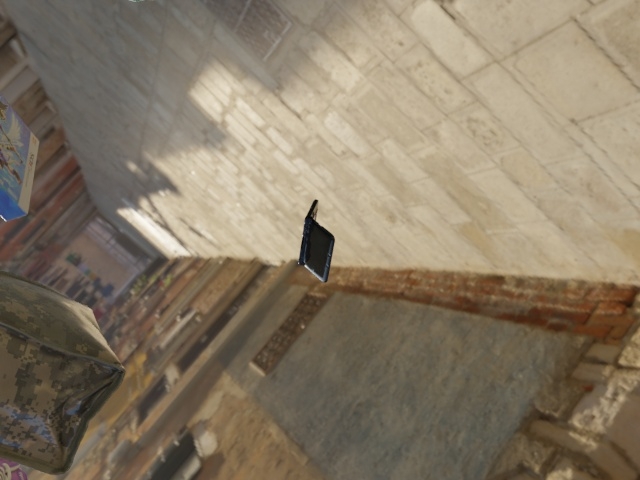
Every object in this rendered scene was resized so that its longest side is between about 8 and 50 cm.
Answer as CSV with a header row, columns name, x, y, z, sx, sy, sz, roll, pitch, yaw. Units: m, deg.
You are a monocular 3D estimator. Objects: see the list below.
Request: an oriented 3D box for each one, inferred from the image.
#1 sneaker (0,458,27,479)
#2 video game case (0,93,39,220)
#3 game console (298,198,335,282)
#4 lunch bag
name,x,y,z,sx,sy,sz,roll,pitch,yaw
sneaker,-0.543,0.405,1.117,0.282,0.102,0.161,10,175,45
video game case,-0.726,-0.220,1.484,0.270,0.061,0.244,68,-172,-52
game console,0.000,0.000,1.331,0.071,0.107,0.122,16,129,6
lunch bag,-0.409,0.122,0.799,0.287,0.169,0.235,33,176,-32
